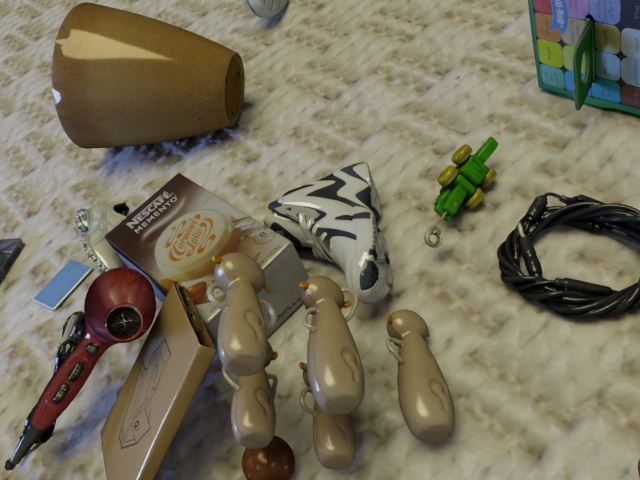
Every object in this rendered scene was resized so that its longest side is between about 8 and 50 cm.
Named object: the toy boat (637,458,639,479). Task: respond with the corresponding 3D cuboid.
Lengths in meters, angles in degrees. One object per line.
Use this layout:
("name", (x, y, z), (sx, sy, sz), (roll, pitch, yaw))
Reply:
("toy boat", (0.363, 0.167, 0.555), (0.231, 0.151, 0.151), (-14, 16, 10))

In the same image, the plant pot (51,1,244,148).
("plant pot", (-0.261, -0.257, 1.160), (0.254, 0.237, 0.237), (7, 50, 7))

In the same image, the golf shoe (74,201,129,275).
("golf shoe", (-0.301, -0.005, 1.031), (0.086, 0.069, 0.176), (-26, 45, -10))

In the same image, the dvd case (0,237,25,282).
("dvd case", (-0.596, 0.064, 1.122), (0.221, 0.018, 0.164), (-2, 49, 21))

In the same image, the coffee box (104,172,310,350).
("coffee box", (-0.147, 0.029, 0.906), (0.141, 0.098, 0.246), (-44, 48, -18))

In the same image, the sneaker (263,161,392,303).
("sneaker", (0.000, 0.000, 0.877), (0.153, 0.094, 0.235), (-15, 45, 11))

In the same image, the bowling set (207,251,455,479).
("bowling set", (-0.030, 0.136, 0.707), (0.200, 0.287, 0.154), (-44, 34, 27))

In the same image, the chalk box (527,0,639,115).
("chalk box", (0.392, -0.291, 0.920), (0.289, 0.180, 0.179), (-43, 47, -20))

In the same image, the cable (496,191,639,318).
("cable", (0.286, 0.017, 0.772), (0.150, 0.047, 0.184), (-41, 47, -17))

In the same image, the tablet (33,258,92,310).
("tablet", (-0.377, 0.064, 1.038), (0.054, 0.006, 0.083), (16, 56, 34))

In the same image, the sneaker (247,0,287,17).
("sneaker", (-0.123, -0.512, 1.424), (0.091, 0.094, 0.258), (-25, 37, 26))

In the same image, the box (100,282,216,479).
("box", (-0.176, 0.163, 0.743), (0.201, 0.021, 0.164), (-63, 27, 7))

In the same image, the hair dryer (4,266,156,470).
("hair dryer", (-0.255, 0.134, 0.801), (0.293, 0.080, 0.223), (-45, 27, 43))

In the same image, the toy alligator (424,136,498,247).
("toy alligator", (0.168, -0.059, 0.894), (0.189, 0.056, 0.051), (-54, 10, -25))
